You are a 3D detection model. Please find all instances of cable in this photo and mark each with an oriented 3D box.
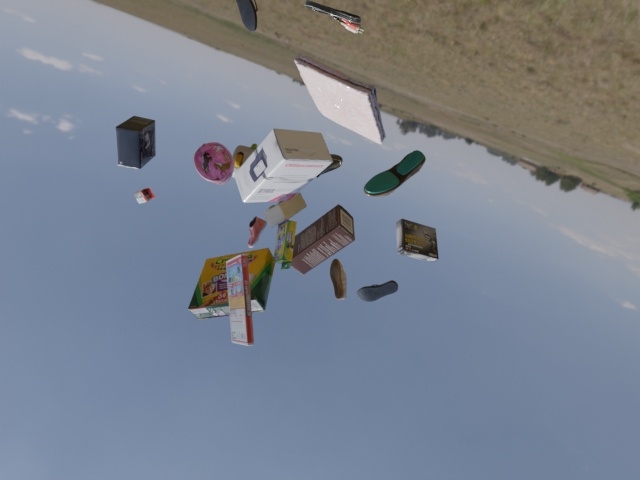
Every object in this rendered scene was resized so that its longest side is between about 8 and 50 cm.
[{"bbox_3d":[0.067,-0.999,1.913,0.287,0.072,0.139,11,-155,-12],"label":"cable"}]

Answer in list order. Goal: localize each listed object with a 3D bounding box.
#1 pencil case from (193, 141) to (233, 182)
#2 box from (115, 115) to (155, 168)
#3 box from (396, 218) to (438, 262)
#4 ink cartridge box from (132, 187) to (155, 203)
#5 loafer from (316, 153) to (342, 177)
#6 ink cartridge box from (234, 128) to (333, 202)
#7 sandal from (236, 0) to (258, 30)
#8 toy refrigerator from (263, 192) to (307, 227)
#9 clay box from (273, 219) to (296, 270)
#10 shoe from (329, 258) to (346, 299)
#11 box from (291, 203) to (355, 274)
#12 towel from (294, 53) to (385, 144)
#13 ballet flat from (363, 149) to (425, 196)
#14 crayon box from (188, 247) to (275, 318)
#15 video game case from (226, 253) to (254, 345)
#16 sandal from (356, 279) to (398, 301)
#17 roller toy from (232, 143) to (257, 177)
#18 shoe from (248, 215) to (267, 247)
[{"bbox_3d":[-0.455,-0.330,1.851,0.167,0.160,0.386,21,-177,-14],"label":"pencil case"},{"bbox_3d":[-0.723,-0.387,1.681,0.093,0.156,0.158,11,-148,-2],"label":"box"},{"bbox_3d":[0.505,0.001,2.228,0.231,0.056,0.183,15,-117,-24],"label":"box"},{"bbox_3d":[-0.894,-0.227,2.163,0.115,0.063,0.029,-6,-148,34],"label":"ink cartridge box"},{"bbox_3d":[-0.003,-0.349,2.097,0.251,0.094,0.087,-18,-124,-8],"label":"loafer"},{"bbox_3d":[-0.108,-0.206,1.208,0.172,0.237,0.100,-8,-108,-41],"label":"ink cartridge box"},{"bbox_3d":[-0.212,-0.690,1.237,0.040,0.067,0.179,-14,-103,-39],"label":"sandal"},{"bbox_3d":[-0.176,-0.162,2.159,0.094,0.102,0.269,63,-153,-9],"label":"toy refrigerator"},{"bbox_3d":[-0.169,0.024,2.001,0.053,0.222,0.127,13,166,-24],"label":"clay box"},{"bbox_3d":[0.098,0.203,2.239,0.058,0.076,0.219,9,-113,-43],"label":"shoe"},{"bbox_3d":[0.000,0.000,2.281,0.143,0.381,0.191,40,-149,-29],"label":"box"},{"bbox_3d":[0.081,-0.498,1.522,0.317,0.053,0.332,32,174,22],"label":"towel"},{"bbox_3d":[0.349,-0.290,2.000,0.116,0.342,0.124,47,169,24],"label":"ballet flat"},{"bbox_3d":[-0.420,0.206,2.064,0.363,0.106,0.313,-10,-135,17],"label":"crayon box"},{"bbox_3d":[-0.269,0.198,1.414,0.025,0.285,0.204,-2,172,-26],"label":"video game case"},{"bbox_3d":[0.333,0.292,2.476,0.254,0.097,0.054,-16,-163,24],"label":"sandal"},{"bbox_3d":[-0.423,-0.430,2.387,0.146,0.191,0.209,15,-136,1],"label":"roller toy"},{"bbox_3d":[-0.380,-0.050,2.423,0.081,0.178,0.063,30,-179,-39],"label":"shoe"}]
